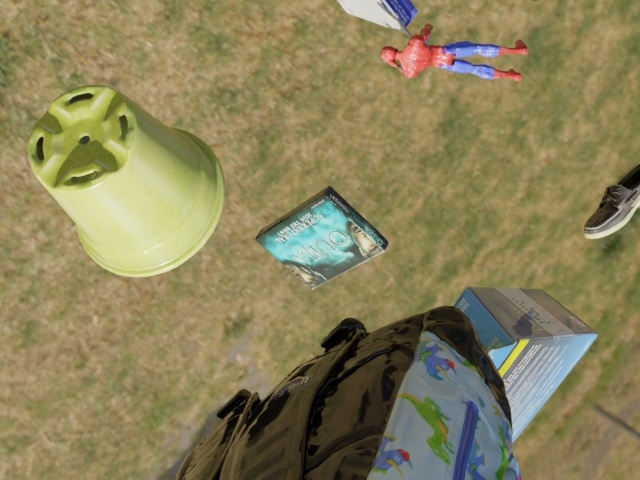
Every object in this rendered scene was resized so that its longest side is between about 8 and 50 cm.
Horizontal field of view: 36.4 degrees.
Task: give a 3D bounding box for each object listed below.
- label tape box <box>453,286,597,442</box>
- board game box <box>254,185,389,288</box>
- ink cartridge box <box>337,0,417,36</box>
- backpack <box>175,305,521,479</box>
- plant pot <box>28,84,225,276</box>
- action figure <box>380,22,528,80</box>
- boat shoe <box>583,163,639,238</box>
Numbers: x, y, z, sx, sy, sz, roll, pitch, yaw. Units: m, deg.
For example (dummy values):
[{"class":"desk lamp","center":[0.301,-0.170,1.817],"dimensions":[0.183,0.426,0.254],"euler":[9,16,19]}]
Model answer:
[{"class":"label tape box","center":[0.167,0.175,1.150],"dimensions":[0.333,0.106,0.241],"euler":[5,123,-56]},{"class":"board game box","center":[0.000,0.000,1.460],"dimensions":[0.126,0.186,0.026],"euler":[42,51,-15]},{"class":"ink cartridge box","center":[0.089,-0.509,1.947],"dimensions":[0.065,0.333,0.165],"euler":[-43,120,0]},{"class":"backpack","center":[-0.001,0.224,0.607],"dimensions":[0.290,0.273,0.355],"euler":[-33,177,16]},{"class":"plant pot","center":[-0.325,-0.111,1.556],"dimensions":[0.276,0.276,0.254],"euler":[-48,155,-5]},{"class":"action figure","center":[0.233,-0.357,1.844],"dimensions":[0.280,0.139,0.092],"euler":[-1,118,-20]},{"class":"boat shoe","center":[0.419,-0.058,1.370],"dimensions":[0.152,0.056,0.049],"euler":[-39,113,-24]}]
